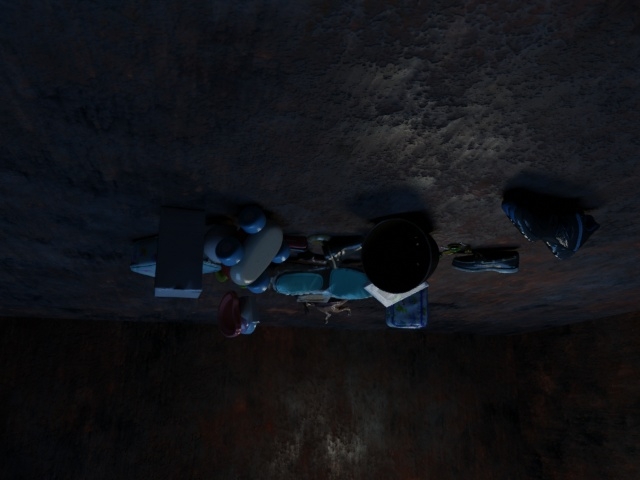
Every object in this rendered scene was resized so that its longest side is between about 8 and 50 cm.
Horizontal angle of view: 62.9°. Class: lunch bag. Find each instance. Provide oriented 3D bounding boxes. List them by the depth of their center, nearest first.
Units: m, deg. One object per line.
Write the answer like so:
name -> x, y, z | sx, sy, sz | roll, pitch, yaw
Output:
lunch bag -> -0.472, 0.060, 1.748 | 0.279, 0.108, 0.224 | -9, 161, 27
lunch bag -> 0.364, 0.255, 2.179 | 0.176, 0.219, 0.090 | 6, 168, -16

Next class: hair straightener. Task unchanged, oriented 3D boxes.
hair straightener -> -0.152, 0.015, 1.696 | 0.230, 0.047, 0.089 | -1, 163, 5

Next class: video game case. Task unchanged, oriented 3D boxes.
video game case -> 0.281, 0.165, 1.938 | 0.190, 0.022, 0.173 | -31, 134, 20

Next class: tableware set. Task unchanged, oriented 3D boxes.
tableware set -> 0.446, 0.041, 1.812 | 0.154, 0.024, 0.104 | -15, 158, 39

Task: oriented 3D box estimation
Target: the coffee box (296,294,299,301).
coffee box -> -0.026, 0.188, 2.170 | 0.141, 0.098, 0.246 | 2, 163, -5

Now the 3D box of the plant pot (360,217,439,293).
plant pot -> 0.268, 0.045, 1.572 | 0.215, 0.215, 0.230 | -10, 174, 30

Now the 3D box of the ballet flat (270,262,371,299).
ballet flat -> 0.012, 0.135, 1.987 | 0.408, 0.147, 0.147 | 6, 162, -12

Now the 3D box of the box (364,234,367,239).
box -> 0.185, 0.057, 1.799 | 0.063, 0.067, 0.324 | -2, 164, 5

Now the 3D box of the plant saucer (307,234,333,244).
plant saucer -> 0.000, 0.000, 1.701 | 0.083, 0.015, 0.083 | 0, 163, 0

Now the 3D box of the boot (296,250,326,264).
boot -> -0.012, 0.066, 1.877 | 0.114, 0.037, 0.106 | 15, 170, -32

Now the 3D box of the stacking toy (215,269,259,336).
stacking toy -> -0.236, 0.162, 1.749 | 0.130, 0.309, 0.279 | 3, 167, -36

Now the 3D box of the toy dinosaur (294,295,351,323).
toy dinosaur -> 0.025, 0.304, 2.528 | 0.295, 0.127, 0.200 | -20, 147, 36

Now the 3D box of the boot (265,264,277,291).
boot -> -0.227, 0.127, 2.036 | 0.115, 0.112, 0.305 | 25, -179, 29

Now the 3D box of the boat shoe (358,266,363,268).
boat shoe -> 0.234, 0.151, 2.057 | 0.305, 0.091, 0.109 | -7, 161, 24

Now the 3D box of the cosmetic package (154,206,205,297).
cosmetic package -> -0.388, 0.035, 1.444 | 0.127, 0.238, 0.107 | 7, 162, -17

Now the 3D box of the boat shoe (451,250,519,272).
boat shoe -> 0.573, 0.066, 1.823 | 0.227, 0.069, 0.081 | 1, -157, 13

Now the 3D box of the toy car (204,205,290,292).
toy car -> -0.250, 0.001, 1.516 | 0.238, 0.210, 0.219 | 24, 162, 31

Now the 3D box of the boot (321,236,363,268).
boot -> 0.091, 0.040, 1.754 | 0.137, 0.077, 0.198 | -18, 171, 8

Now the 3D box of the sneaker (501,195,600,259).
sneaker -> 0.604, -0.061, 1.378 | 0.340, 0.125, 0.139 | 19, 128, -39
